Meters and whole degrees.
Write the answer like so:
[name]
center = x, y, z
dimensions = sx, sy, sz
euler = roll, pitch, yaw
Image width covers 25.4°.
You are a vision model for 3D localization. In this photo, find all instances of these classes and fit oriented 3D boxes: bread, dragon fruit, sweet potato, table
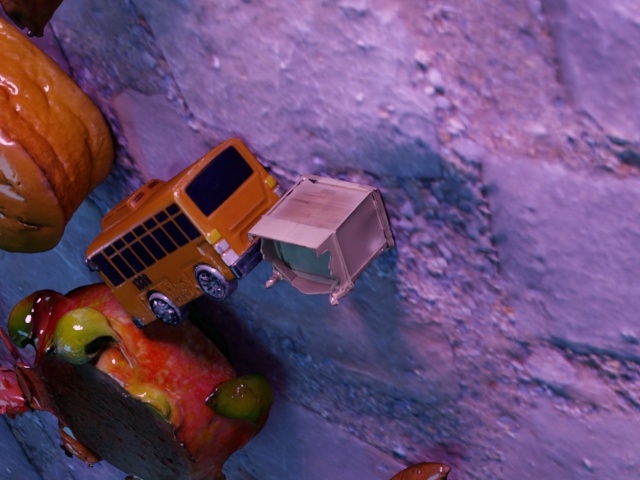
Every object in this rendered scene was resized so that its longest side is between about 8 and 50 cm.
[bread]
center = -0.318, -0.105, 1.292
dimensions = 0.269, 0.142, 0.195
euler = 36, 145, 8
[dragon fruit]
center = -0.181, 0.142, 1.402
dimensions = 0.268, 0.130, 0.295
euler = 27, 150, 21
[sweet potato]
center = 0.073, 0.261, 1.355
dimensions = 0.057, 0.057, 0.264
euler = 40, 147, 6
[table]
center = 0.000, 0.000, 1.125
dimensions = 0.079, 0.083, 0.062
euler = 12, 134, 37

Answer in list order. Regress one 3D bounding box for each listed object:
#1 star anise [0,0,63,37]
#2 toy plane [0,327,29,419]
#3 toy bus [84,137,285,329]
[star anise]
center = -0.230, -0.304, 0.987
dimensions = 0.237, 0.148, 0.346
euler = 15, 146, 33
[toy plane]
center = -0.411, 0.157, 1.730
dimensions = 0.194, 0.077, 0.126
euler = 37, 138, 26
[toy bus]
center = -0.117, -0.002, 1.230
dimensions = 0.114, 0.098, 0.201
euler = 51, 145, -9
